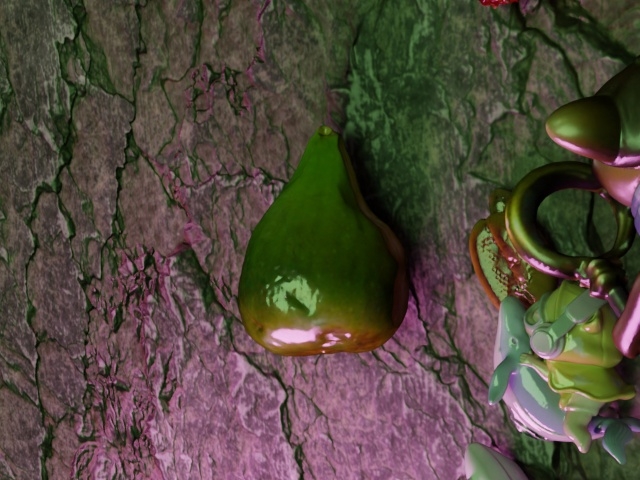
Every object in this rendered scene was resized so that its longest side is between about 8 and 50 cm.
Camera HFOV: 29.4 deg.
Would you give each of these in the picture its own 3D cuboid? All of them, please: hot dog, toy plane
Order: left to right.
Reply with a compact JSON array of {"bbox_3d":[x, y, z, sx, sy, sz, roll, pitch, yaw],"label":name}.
[{"bbox_3d":[0.209,0.014,1.337,0.090,0.060,0.140,-36,82,38],"label":"hot dog"},{"bbox_3d":[0.229,0.333,1.340,0.255,0.101,0.251,54,140,22],"label":"toy plane"}]

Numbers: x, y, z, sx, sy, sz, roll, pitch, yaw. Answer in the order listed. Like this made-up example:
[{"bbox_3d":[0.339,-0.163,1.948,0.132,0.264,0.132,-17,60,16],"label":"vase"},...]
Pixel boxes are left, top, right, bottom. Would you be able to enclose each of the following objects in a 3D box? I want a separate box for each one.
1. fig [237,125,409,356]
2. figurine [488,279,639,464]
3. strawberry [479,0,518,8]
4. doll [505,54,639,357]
[{"bbox_3d":[0.000,0.000,1.458,0.206,0.206,0.275,-15,73,43],"label":"fig"},{"bbox_3d":[0.263,0.135,1.265,0.208,0.128,0.184,44,122,18],"label":"figurine"},{"bbox_3d":[0.234,-0.319,1.250,0.208,0.087,0.167,3,79,67],"label":"strawberry"},{"bbox_3d":[0.356,-0.006,1.123,0.318,0.209,0.339,-31,76,8],"label":"doll"}]
